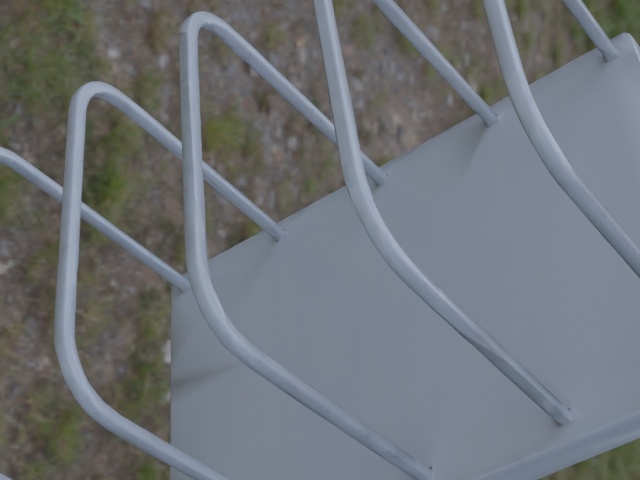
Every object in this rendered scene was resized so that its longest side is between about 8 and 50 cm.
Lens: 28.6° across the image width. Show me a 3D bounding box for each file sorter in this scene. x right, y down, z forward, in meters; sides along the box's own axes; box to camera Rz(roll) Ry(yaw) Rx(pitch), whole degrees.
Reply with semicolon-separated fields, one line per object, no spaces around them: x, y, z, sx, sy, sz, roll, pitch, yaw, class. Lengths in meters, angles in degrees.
0.000;0.000;0.527;0.173;0.278;0.192;42;30;-40;file sorter
